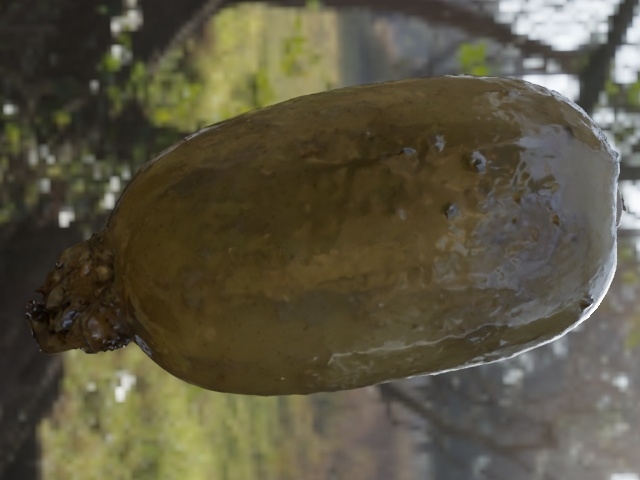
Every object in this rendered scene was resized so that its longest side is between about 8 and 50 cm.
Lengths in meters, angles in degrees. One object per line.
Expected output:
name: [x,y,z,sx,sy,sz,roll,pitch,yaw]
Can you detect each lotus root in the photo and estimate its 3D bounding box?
lotus root: [0.000,0.000,1.016,0.151,0.342,0.169,77,4,-56]
